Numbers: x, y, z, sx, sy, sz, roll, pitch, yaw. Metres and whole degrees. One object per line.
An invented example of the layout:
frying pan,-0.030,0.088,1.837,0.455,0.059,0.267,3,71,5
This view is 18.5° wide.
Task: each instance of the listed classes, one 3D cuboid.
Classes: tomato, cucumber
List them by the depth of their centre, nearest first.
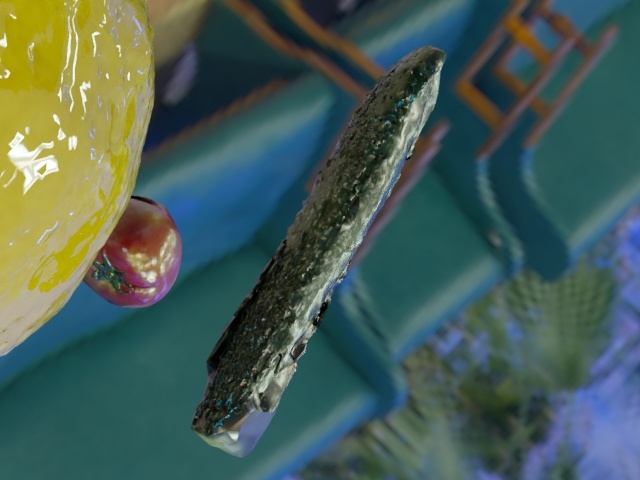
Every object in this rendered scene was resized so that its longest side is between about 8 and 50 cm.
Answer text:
cucumber,0.001,0.000,1.085,0.257,0.044,0.043,-61,149,-12
tomato,-0.143,0.005,1.472,0.075,0.087,0.087,-58,176,-39

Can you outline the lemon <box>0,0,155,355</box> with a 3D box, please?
lemon,-0.241,-0.072,0.925,0.364,0.364,0.364,-43,166,-14
